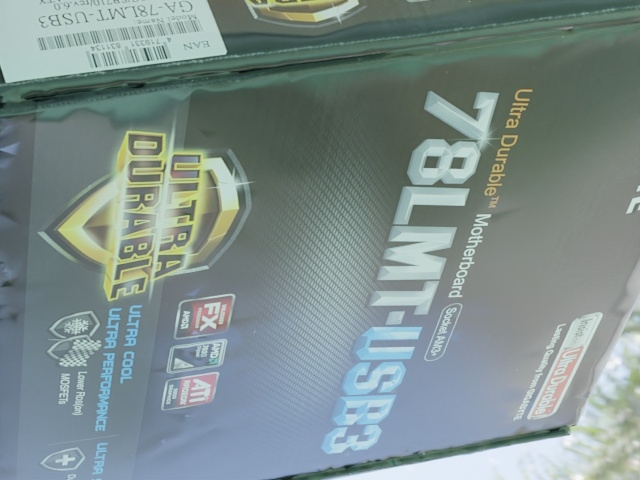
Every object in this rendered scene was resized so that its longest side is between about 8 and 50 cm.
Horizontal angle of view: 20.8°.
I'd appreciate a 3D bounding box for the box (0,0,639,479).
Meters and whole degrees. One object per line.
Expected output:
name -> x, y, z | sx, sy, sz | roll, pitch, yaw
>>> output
box -> 0.000, 0.000, 0.697 | 0.293, 0.295, 0.073 | -7, -126, -18
